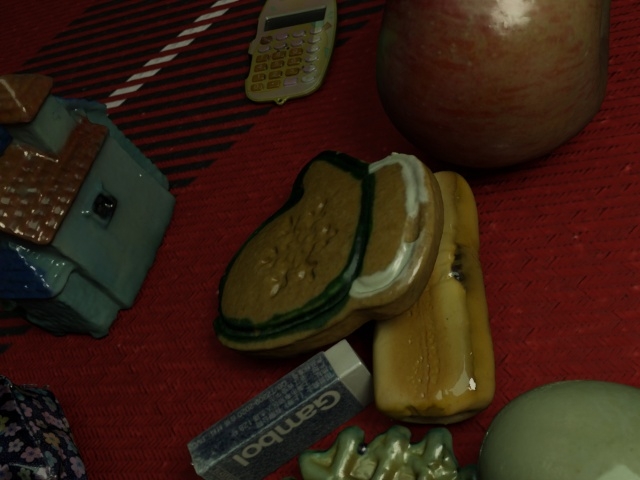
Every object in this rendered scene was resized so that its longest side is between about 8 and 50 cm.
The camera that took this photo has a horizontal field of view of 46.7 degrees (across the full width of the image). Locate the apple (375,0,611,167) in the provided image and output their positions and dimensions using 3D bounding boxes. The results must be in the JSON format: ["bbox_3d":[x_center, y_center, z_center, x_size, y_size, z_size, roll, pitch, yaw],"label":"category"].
[{"bbox_3d":[0.213,-0.254,0.874,0.270,0.344,0.344,13,64,8],"label":"apple"}]

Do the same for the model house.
[{"bbox_3d":[-0.400,-0.070,1.028,0.252,0.329,0.294,4,59,23],"label":"model house"}]

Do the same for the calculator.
[{"bbox_3d":[-0.046,-0.313,1.207,0.157,0.033,0.236,-3,61,23],"label":"calculator"}]

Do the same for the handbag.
[{"bbox_3d":[-0.393,0.302,0.907,0.208,0.127,0.229,-46,52,0],"label":"handbag"}]

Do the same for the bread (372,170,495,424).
[{"bbox_3d":[0.123,0.063,0.841,0.142,0.091,0.305,-22,51,31],"label":"bread"}]

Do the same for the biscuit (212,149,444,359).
[{"bbox_3d":[-0.001,-0.001,0.887,0.344,0.057,0.287,-22,44,39],"label":"biscuit"}]

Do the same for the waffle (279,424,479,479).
[{"bbox_3d":[0.055,0.335,0.718,0.292,0.056,0.309,-31,52,4],"label":"waffle"}]

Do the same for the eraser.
[{"bbox_3d":[-0.037,0.200,0.830,0.213,0.092,0.046,-34,50,-1],"label":"eraser"}]

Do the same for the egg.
[{"bbox_3d":[0.248,0.215,0.619,0.253,0.186,0.186,11,64,47],"label":"egg"}]
